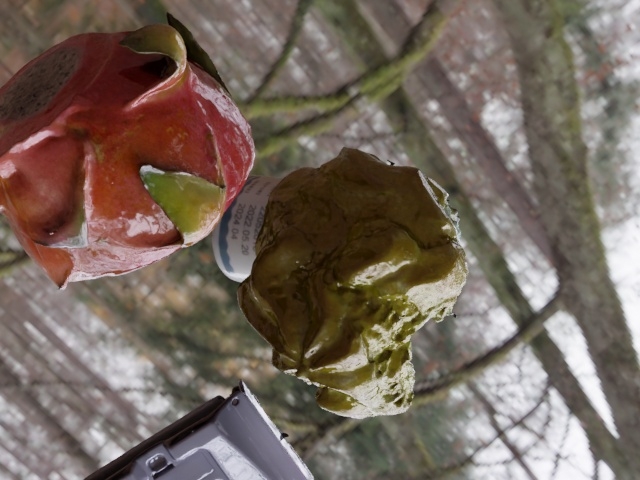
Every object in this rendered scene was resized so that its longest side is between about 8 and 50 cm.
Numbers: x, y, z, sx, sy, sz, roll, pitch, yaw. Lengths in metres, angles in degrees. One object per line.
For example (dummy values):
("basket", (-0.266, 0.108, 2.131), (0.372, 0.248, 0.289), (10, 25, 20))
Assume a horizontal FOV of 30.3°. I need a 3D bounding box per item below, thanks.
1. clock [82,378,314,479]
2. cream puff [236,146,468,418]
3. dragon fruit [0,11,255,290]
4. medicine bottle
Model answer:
("clock", (-0.138, 0.290, 1.286), (0.253, 0.186, 0.083), (-33, -164, 3))
("cream puff", (0.017, 0.028, 0.702), (0.156, 0.121, 0.156), (-60, -166, 26))
("dragon fruit", (-0.225, -0.105, 1.186), (0.290, 0.189, 0.291), (-20, -146, 14))
("medicine bottle", (0.000, 0.000, 1.396), (0.236, 0.139, 0.139), (10, -128, 34))
